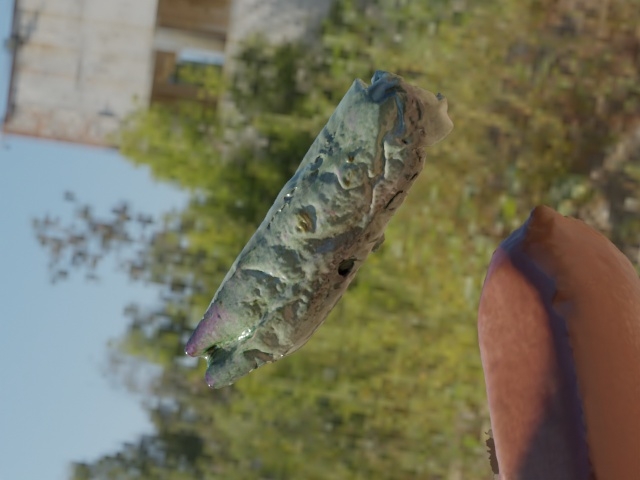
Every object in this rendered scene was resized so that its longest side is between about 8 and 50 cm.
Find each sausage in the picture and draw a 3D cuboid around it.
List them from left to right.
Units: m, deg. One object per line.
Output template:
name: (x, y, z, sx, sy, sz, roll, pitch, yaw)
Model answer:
sausage: (0.145, 0.147, 0.884, 0.094, 0.097, 0.348, -41, 48, 48)

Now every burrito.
burrito: (-0.003, -0.001, 1.413, 0.309, 0.096, 0.066, -55, 3, 16)

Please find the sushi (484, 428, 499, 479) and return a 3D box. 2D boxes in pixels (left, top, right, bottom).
sushi: (0.288, 0.343, 1.981, 0.043, 0.192, 0.280, 114, 148, -60)
